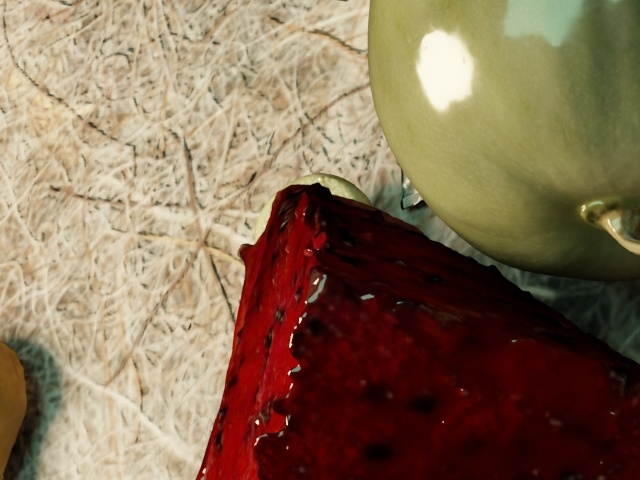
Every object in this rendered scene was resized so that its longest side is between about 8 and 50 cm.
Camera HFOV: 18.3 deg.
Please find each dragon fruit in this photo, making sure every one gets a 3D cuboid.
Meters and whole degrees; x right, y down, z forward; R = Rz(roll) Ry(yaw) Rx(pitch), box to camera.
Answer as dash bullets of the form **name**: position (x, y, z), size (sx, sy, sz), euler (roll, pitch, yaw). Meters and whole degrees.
- **dragon fruit**: position (0.039, 0.156, 1.145), size (0.286, 0.228, 0.329), euler (-124, 49, -74)

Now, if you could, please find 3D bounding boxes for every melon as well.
- **melon**: position (0.154, -0.118, 1.084), size (0.271, 0.272, 0.308), euler (0, 55, 39)

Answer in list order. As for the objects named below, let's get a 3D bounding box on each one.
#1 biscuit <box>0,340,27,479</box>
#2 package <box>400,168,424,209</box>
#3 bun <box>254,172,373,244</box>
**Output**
- **biscuit**: position (-0.375, 0.226, 1.455), size (0.385, 0.062, 0.365), euler (-9, 59, 36)
- **package**: position (0.064, -0.072, 1.292), size (0.037, 0.015, 0.110), euler (-21, 57, 29)
- **bun**: position (0.000, 0.000, 1.281), size (0.086, 0.055, 0.086), euler (-9, 66, 21)
